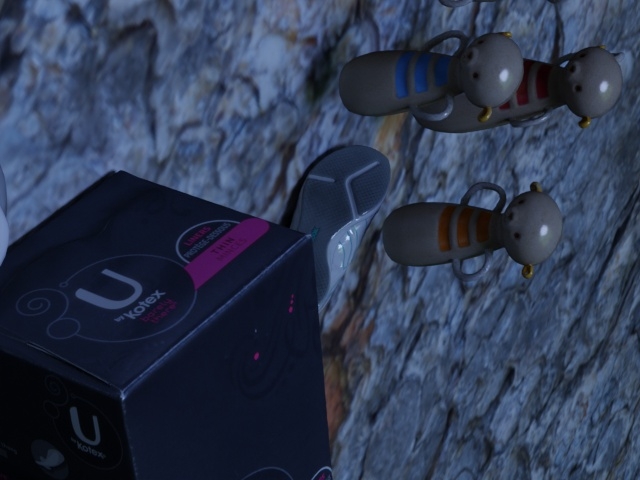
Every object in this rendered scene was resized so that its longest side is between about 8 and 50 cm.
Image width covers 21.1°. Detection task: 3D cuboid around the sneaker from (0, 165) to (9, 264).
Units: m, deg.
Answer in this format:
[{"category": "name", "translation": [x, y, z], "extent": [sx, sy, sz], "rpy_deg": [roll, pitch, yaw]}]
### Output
[{"category": "sneaker", "translation": [-0.202, -0.075, 0.573], "extent": [0.105, 0.281, 0.115], "rpy_deg": [-58, 163, 14]}]

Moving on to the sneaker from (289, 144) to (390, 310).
[{"category": "sneaker", "translation": [0.000, 0.000, 1.170], "extent": [0.152, 0.053, 0.061], "rpy_deg": [-60, 171, -25]}]

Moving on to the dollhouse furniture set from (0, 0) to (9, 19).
[{"category": "dollhouse furniture set", "translation": [-0.151, -0.325, 0.732], "extent": [0.355, 0.173, 0.303], "rpy_deg": [117, -8, -50]}]

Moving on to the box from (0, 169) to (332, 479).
[{"category": "box", "translation": [-0.095, 0.125, 0.981], "extent": [0.165, 0.143, 0.270], "rpy_deg": [-42, 139, -40]}]

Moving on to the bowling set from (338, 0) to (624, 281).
[{"category": "bowling set", "translation": [0.098, -0.131, 1.108], "extent": [0.200, 0.154, 0.287], "rpy_deg": [36, 58, -49]}]
